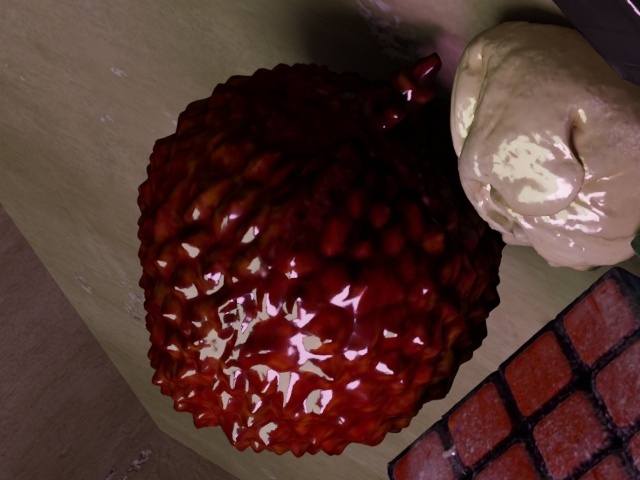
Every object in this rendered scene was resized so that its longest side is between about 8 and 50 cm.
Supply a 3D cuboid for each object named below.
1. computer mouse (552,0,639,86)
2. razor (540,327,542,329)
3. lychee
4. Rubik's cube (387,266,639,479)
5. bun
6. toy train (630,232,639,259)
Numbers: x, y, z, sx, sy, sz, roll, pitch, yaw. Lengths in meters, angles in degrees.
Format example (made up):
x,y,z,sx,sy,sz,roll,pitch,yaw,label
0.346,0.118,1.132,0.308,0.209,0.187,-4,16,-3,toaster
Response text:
x,y,z,sx,sy,sz,roll,pitch,yaw,label
0.225,-0.229,1.268,0.269,0.100,0.170,45,179,-21,computer mouse
0.327,0.161,2.050,0.068,0.040,0.135,17,155,49,razor
0.000,0.000,1.753,0.425,0.424,0.500,34,116,16,lychee
0.325,0.293,1.584,0.337,0.344,0.344,29,-150,-36,Rubik's cube
0.221,-0.073,1.546,0.259,0.160,0.259,32,157,16,bun
0.405,0.075,1.436,0.299,0.167,0.238,46,-169,-13,toy train
